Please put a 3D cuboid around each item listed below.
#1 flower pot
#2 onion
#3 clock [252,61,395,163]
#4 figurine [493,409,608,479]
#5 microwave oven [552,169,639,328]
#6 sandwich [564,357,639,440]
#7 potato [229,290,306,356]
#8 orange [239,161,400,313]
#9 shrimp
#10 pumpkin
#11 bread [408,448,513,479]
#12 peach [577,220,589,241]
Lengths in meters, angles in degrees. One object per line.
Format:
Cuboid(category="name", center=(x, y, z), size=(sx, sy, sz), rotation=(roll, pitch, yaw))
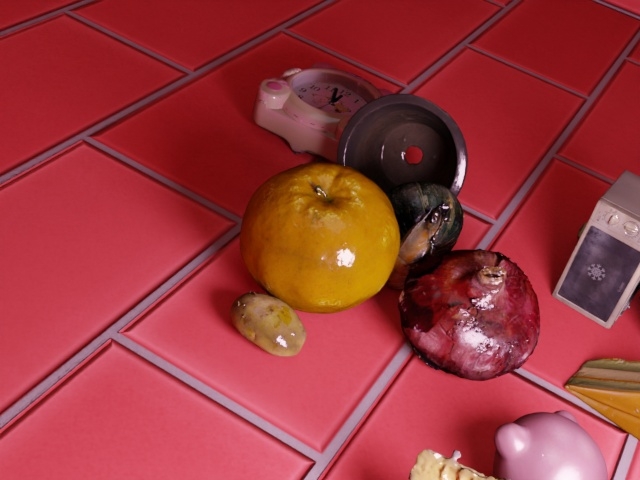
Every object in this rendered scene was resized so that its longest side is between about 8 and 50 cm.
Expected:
Cuboid(category="flower pot", center=(0.182, -0.170, 1.893), size=(0.269, 0.269, 0.166), rotation=(25, 16, 12))
Cuboid(category="onion", center=(0.262, 0.110, 1.546), size=(0.252, 0.219, 0.252), rotation=(7, 48, -7))
Cuboid(category="clock", center=(0.024, -0.301, 2.078), size=(0.284, 0.114, 0.309), rotation=(26, 37, 15))
Cuboid(category="figurine", center=(0.330, 0.333, 1.326), size=(0.173, 0.173, 0.173), rotation=(10, 37, -8))
Cuboid(category="microwave oven", center=(0.581, 0.016, 1.768), size=(0.145, 0.240, 0.194), rotation=(33, 40, 22))
Cuboid(category="sandwich", center=(0.542, 0.294, 1.586), size=(0.187, 0.144, 0.117), rotation=(-2, 20, 42))
Cuboid(category="potato", center=(-0.087, 0.135, 1.508), size=(0.138, 0.070, 0.091), rotation=(28, 44, 15))
Cuboid(category="orange", center=(0.000, 0.000, 1.581), size=(0.279, 0.235, 0.279), rotation=(2, 45, -2))
Cuboid(category="shrimp", center=(0.223, 0.005, 1.632), size=(0.198, 0.262, 0.051), rotation=(-7, 54, -25))
Cuboid(category="pumpkin", center=(0.178, -0.031, 1.722), size=(0.190, 0.190, 0.146), rotation=(0, 41, -20))
Cuboid(category="bread", center=(0.230, 0.408, 1.222), size=(0.266, 0.142, 0.178), rotation=(21, 74, 21))
Cuboid(category="peach", center=(0.591, 0.002, 1.947), size=(0.083, 0.050, 0.077), rotation=(29, 61, 32))
